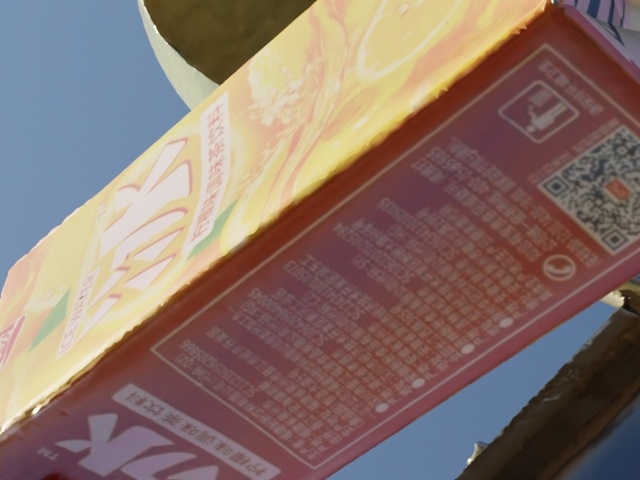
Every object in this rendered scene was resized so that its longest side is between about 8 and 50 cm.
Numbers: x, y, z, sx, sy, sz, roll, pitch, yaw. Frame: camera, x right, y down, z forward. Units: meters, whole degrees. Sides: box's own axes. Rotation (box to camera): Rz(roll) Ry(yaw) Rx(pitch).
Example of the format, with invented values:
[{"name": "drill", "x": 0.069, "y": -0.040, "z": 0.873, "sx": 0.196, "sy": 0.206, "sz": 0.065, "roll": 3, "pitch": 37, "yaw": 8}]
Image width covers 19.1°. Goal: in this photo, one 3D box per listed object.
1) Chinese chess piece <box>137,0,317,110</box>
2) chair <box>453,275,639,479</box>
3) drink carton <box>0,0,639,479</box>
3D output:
[{"name": "Chinese chess piece", "x": 0.039, "y": -0.137, "z": 0.848, "sx": 0.250, "sy": 0.101, "sz": 0.250, "roll": -10, "pitch": -119, "yaw": 18}, {"name": "chair", "x": 0.085, "y": 0.115, "z": 0.649, "sx": 0.188, "sy": 0.166, "sz": 0.272, "roll": -42, "pitch": -143, "yaw": -26}, {"name": "drink carton", "x": 0.000, "y": 0.000, "z": 0.479, "sx": 0.223, "sy": 0.071, "sz": 0.096, "roll": -36, "pitch": -153, "yaw": 32}]
